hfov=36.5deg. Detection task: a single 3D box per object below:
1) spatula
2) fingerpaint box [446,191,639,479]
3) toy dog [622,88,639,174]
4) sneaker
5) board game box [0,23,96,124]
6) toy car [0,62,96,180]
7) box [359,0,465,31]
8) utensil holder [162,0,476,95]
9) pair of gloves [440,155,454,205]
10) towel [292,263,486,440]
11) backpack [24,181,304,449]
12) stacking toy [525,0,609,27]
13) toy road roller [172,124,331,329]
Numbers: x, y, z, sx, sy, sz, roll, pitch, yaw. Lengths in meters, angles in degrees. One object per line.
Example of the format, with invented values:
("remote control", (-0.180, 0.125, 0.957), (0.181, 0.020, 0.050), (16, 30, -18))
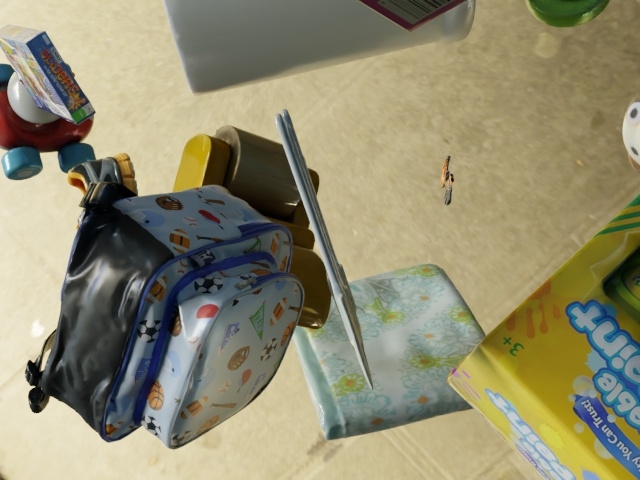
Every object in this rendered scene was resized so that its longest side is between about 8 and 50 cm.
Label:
("spatula", (0.000, 0.000, 0.866), (0.019, 0.168, 0.242), (-19, 100, 4))
("fingerpaint box", (0.411, 0.157, 0.906), (0.371, 0.163, 0.445), (-39, 77, -17))
("toy dog", (0.785, -0.208, 1.830), (0.408, 0.395, 0.284), (9, 130, 15))
("sneaker", (-0.269, -0.007, 1.233), (0.083, 0.084, 0.214), (-6, 68, -20))
("board game box", (-0.411, -0.247, 1.429), (0.035, 0.201, 0.136), (-38, 121, -18))
("toy car", (-0.504, -0.261, 1.800), (0.210, 0.238, 0.219), (-9, 74, -33))
("box", (0.116, -0.359, 0.900), (0.214, 0.117, 0.242), (-24, 64, 34))
("utensil holder", (-0.025, -0.386, 1.303), (0.386, 0.327, 0.327), (-14, 102, -4))
("pair of gloves", (0.235, -0.111, 1.788), (0.010, 0.083, 0.074), (0, 138, -4))
("towel", (0.119, 0.182, 1.682), (0.321, 0.374, 0.090), (-14, 122, -6))
("backpack", (-0.137, 0.065, 1.011), (0.213, 0.263, 0.276), (34, 120, 13))
("stacking toy", (0.355, -0.485, 1.414), (0.309, 0.130, 0.279), (-40, 66, 5))
("toy road roller", (-0.088, 0.009, 1.399), (0.203, 0.241, 0.329), (15, 86, -38))
